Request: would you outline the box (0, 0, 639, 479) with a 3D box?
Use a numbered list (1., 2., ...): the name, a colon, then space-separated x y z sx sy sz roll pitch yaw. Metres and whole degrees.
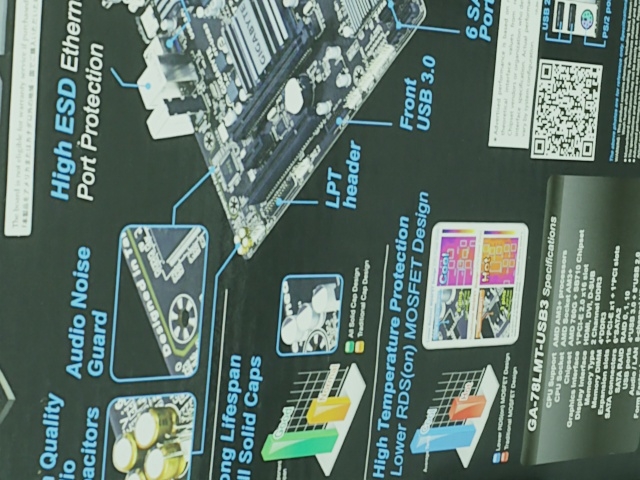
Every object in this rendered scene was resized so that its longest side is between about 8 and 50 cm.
1. box: -0.016 -0.073 0.412 0.293 0.073 0.295 -1 97 -40
